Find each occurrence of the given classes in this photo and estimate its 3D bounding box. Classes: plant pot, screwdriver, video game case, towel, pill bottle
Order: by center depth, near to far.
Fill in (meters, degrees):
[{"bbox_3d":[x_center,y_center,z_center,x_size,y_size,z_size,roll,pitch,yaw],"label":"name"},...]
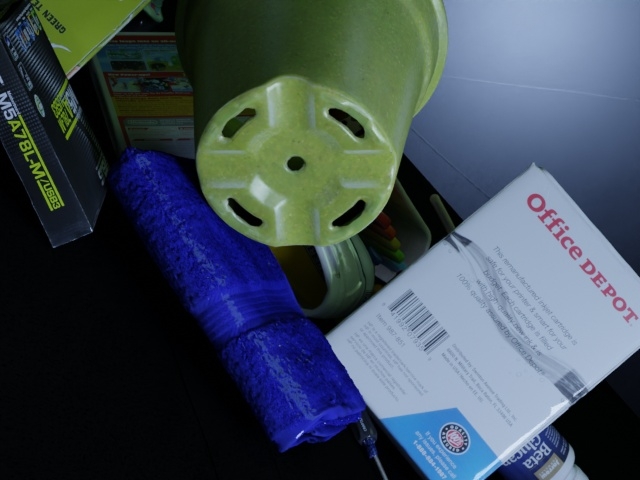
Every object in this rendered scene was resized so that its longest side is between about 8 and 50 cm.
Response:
[{"bbox_3d":[-0.070,0.050,1.587,0.308,0.076,0.227,56,6,8],"label":"towel"},{"bbox_3d":[-0.015,-0.134,1.611,0.276,0.276,0.254,45,26,-24],"label":"plant pot"},{"bbox_3d":[0.058,0.231,1.746,0.025,0.024,0.170,9,39,-27],"label":"screwdriver"},{"bbox_3d":[-0.133,-0.140,1.844,0.204,0.025,0.285,-2,39,-19],"label":"video game case"},{"bbox_3d":[0.272,0.277,2.237,0.169,0.094,0.094,46,11,-15],"label":"pill bottle"}]

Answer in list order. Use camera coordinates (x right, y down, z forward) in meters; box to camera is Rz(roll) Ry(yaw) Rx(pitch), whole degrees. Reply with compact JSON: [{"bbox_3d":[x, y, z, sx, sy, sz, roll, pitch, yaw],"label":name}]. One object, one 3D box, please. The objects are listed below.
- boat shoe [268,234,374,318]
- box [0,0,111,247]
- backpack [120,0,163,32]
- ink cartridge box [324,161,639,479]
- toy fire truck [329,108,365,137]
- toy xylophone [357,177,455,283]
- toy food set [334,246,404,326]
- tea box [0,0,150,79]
[{"bbox_3d":[-0.088,-0.062,1.920,0.367,0.136,0.156,58,22,9],"label":"boat shoe"},{"bbox_3d":[-0.242,-0.107,1.479,0.191,0.045,0.184,-94,159,-73],"label":"box"},{"bbox_3d":[-0.258,-0.325,2.056,0.166,0.144,0.188,40,10,-19],"label":"backpack"},{"bbox_3d":[0.182,0.103,1.848,0.223,0.307,0.129,50,-5,6],"label":"ink cartridge box"},{"bbox_3d":[-0.017,-0.179,2.213,0.302,0.254,0.169,38,16,-47],"label":"toy fire truck"},{"bbox_3d":[0.065,-0.035,2.107,0.236,0.081,0.323,31,-10,36],"label":"toy xylophone"},{"bbox_3d":[0.000,0.000,2.062,0.232,0.104,0.111,53,11,18],"label":"toy food set"},{"bbox_3d":[-0.230,-0.331,1.684,0.220,0.323,0.329,47,12,-11],"label":"tea box"}]
